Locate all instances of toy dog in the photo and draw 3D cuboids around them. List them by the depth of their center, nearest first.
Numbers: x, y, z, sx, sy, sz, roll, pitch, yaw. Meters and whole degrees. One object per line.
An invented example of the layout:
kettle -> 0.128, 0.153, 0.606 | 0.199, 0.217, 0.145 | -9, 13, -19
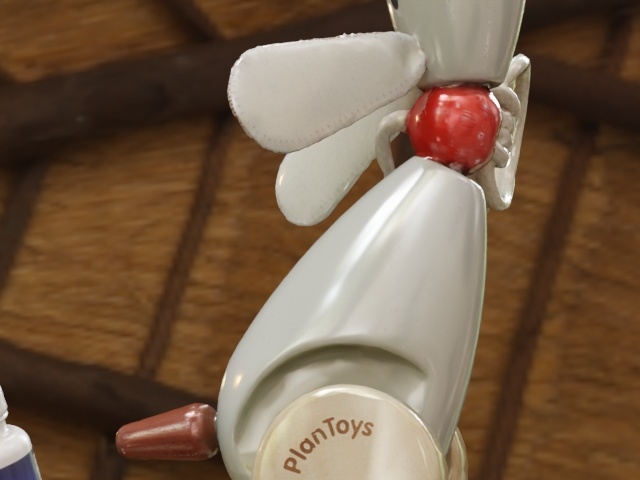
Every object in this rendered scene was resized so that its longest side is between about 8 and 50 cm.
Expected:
toy dog -> 0.000, 0.000, 0.866 | 0.220, 0.161, 0.334 | 82, -162, -61

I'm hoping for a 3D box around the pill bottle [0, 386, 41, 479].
pill bottle -> -0.328, 0.240, 1.805 | 0.112, 0.112, 0.187 | -28, -72, -50
